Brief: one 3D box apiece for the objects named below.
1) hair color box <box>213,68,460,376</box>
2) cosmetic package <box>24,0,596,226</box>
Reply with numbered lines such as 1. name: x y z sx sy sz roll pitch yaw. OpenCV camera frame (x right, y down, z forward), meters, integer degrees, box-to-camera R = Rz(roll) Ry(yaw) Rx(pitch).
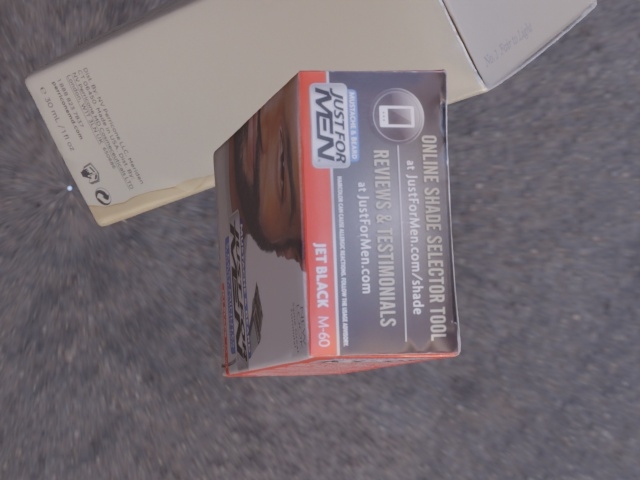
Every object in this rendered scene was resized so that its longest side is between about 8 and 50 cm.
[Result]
1. hair color box: 0.000 0.000 0.617 0.053 0.167 0.093 -1 83 -14
2. cosmetic package: -0.011 -0.120 1.047 0.160 0.309 0.113 -38 107 -48
